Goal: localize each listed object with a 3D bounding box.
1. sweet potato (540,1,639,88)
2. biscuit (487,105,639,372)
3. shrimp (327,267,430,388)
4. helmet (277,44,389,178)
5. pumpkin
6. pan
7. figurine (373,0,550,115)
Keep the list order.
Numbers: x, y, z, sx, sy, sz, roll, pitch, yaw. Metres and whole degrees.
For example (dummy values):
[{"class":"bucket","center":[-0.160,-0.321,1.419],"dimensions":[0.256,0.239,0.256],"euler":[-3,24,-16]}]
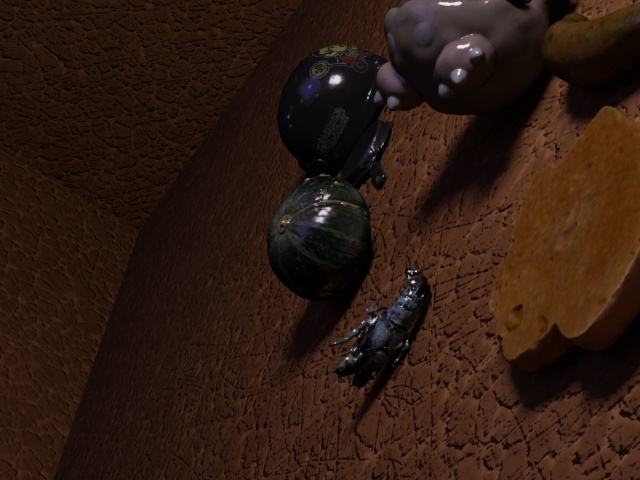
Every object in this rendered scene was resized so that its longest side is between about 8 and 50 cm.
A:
[{"class":"sweet potato","center":[0.316,-0.227,1.633],"dimensions":[0.108,0.079,0.346],"euler":[-31,12,-4]},{"class":"biscuit","center":[0.258,0.002,1.390],"dimensions":[0.269,0.051,0.376],"euler":[-59,13,11]},{"class":"shrimp","center":[0.078,0.106,1.747],"dimensions":[0.174,0.082,0.076],"euler":[-54,8,-10]},{"class":"helmet","center":[0.002,-0.247,2.575],"dimensions":[0.279,0.160,0.230],"euler":[-51,18,26]},{"class":"pumpkin","center":[0.000,-0.001,2.094],"dimensions":[0.190,0.146,0.190],"euler":[-51,18,23]},{"class":"pan","center":[0.080,-0.134,2.336],"dimensions":[0.136,0.028,0.235],"euler":[-57,14,11]},{"class":"figurine","center":[0.235,-0.312,1.872],"dimensions":[0.380,0.203,0.248],"euler":[-50,23,-21]}]
